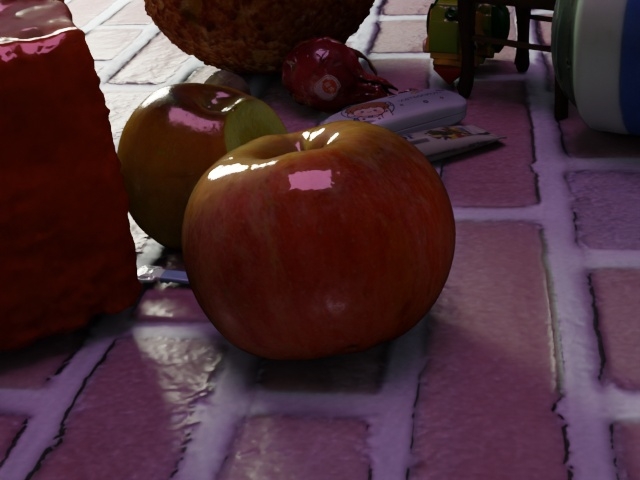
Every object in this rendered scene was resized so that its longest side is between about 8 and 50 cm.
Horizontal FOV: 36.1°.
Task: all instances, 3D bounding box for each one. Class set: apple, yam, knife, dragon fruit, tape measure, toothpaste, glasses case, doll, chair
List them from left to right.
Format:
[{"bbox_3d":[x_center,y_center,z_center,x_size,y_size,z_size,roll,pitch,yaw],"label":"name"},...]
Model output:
[{"bbox_3d":[-0.115,0.034,0.851,0.096,0.010,0.027,5,28,12],"label":"knife"},{"bbox_3d":[-0.105,-0.069,0.899,0.163,0.147,0.146,3,29,9],"label":"apple"},{"bbox_3d":[-0.129,-0.133,1.120,0.068,0.068,0.169,3,32,14],"label":"yam"},{"bbox_3d":[0.000,0.000,0.738,0.209,0.164,0.209,-11,17,3],"label":"apple"},{"bbox_3d":[0.035,-0.195,1.199,0.190,0.094,0.094,18,33,16],"label":"dragon fruit"},{"bbox_3d":[0.086,-0.138,1.119,0.178,0.045,0.067,-18,30,-25],"label":"glasses case"},{"bbox_3d":[0.086,-0.093,1.047,0.255,0.037,0.067,-16,25,-30],"label":"toothpaste"},{"bbox_3d":[0.193,-0.291,1.306,0.106,0.134,0.186,11,36,23],"label":"doll"},{"bbox_3d":[0.269,-0.324,1.156,0.186,0.319,0.160,22,36,40],"label":"chair"},{"bbox_3d":[0.361,-0.233,1.049,0.138,0.259,0.262,18,39,37],"label":"tape measure"}]

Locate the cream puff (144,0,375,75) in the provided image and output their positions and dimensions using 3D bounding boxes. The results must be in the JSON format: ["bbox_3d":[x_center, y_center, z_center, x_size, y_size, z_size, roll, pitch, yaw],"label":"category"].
[{"bbox_3d":[-0.069,-0.336,1.317,0.350,0.229,0.350,-19,2,1],"label":"cream puff"}]

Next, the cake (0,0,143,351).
[{"bbox_3d":[-0.317,-0.071,0.804,0.269,0.270,0.319,-19,32,-26],"label":"cake"}]
